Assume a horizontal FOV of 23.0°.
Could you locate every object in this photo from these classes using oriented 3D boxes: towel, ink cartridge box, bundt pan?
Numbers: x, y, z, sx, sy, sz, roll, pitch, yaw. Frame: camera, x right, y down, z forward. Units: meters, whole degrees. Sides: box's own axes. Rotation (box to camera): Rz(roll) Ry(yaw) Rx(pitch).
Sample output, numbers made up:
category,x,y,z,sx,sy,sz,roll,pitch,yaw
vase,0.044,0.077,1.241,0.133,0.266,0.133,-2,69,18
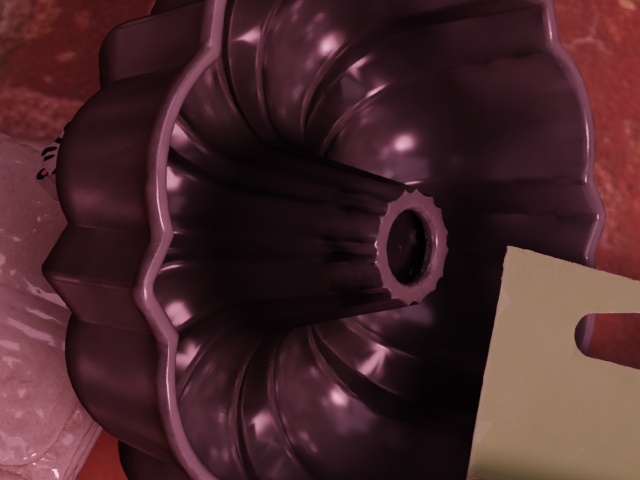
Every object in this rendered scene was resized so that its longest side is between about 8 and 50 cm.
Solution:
category,x,y,z,sx,sy,sz,roll,pitch,yaw
towel,-0.223,0.011,0.859,0.282,0.049,0.187,26,60,6
ink cartridge box,0.151,0.134,0.767,0.171,0.056,0.235,15,83,-19
bundt pan,0.000,0.000,0.771,0.124,0.331,0.331,4,51,43

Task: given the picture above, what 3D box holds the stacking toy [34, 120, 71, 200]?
category,x,y,z,sx,sy,sz,roll,pitch,yaw
stacking toy,-0.049,-0.056,0.862,0.052,0.167,0.221,-4,48,37
